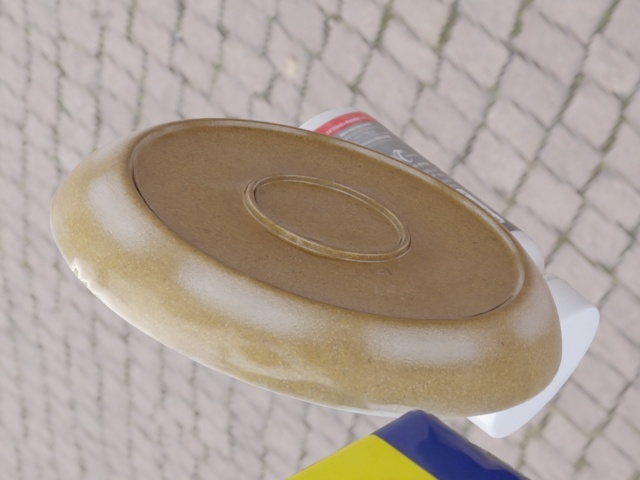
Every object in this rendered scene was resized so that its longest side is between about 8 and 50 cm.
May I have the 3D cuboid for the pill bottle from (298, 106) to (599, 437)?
[{"bbox_3d":[0.083,0.026,1.404,0.283,0.161,0.161,39,149,24],"label":"pill bottle"}]

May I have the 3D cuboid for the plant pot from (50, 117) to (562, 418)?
[{"bbox_3d":[0.000,0.000,0.741,0.236,0.236,0.032,32,117,26],"label":"plant pot"}]

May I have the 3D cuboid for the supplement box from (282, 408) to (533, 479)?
[{"bbox_3d":[-0.038,0.223,0.393,0.195,0.357,0.194,33,129,34],"label":"supplement box"}]
